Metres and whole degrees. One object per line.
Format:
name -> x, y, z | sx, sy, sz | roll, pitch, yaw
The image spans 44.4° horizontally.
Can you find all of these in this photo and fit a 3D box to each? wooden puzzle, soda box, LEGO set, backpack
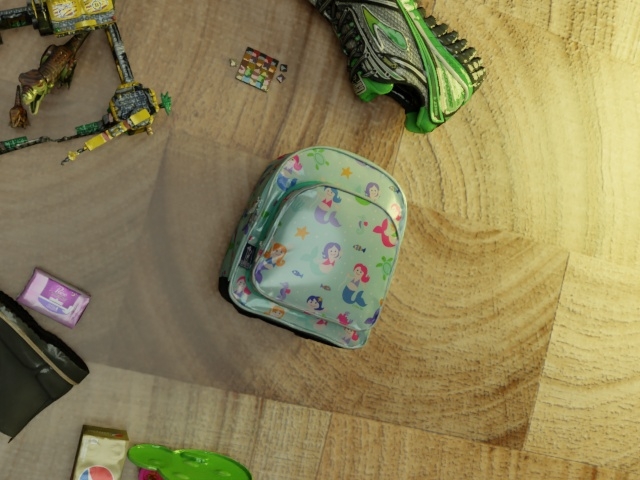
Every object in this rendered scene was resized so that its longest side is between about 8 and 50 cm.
wooden puzzle -> -0.089, -0.243, 1.116 | 0.083, 0.006, 0.049 | 23, 84, -17
soda box -> -0.302, 0.341, 1.029 | 0.061, 0.058, 0.181 | 13, 86, -17
LEGO set -> -0.348, -0.212, 0.938 | 0.331, 0.192, 0.254 | -9, 93, -17
backpack -> 0.000, 0.000, 1.062 | 0.225, 0.191, 0.253 | 23, 79, -16

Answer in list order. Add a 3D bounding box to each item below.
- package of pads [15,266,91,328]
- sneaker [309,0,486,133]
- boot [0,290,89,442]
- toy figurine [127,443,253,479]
package of pads -> -0.348, 0.075, 1.025 | 0.083, 0.032, 0.050 | 30, 83, -16
sneaker -> 0.076, -0.288, 1.102 | 0.343, 0.134, 0.146 | 39, 80, -15
boot -> -0.413, 0.151, 0.988 | 0.137, 0.077, 0.198 | -46, 102, -7
toy figurine -> -0.192, 0.374, 1.048 | 0.173, 0.130, 0.159 | 15, 96, 5
